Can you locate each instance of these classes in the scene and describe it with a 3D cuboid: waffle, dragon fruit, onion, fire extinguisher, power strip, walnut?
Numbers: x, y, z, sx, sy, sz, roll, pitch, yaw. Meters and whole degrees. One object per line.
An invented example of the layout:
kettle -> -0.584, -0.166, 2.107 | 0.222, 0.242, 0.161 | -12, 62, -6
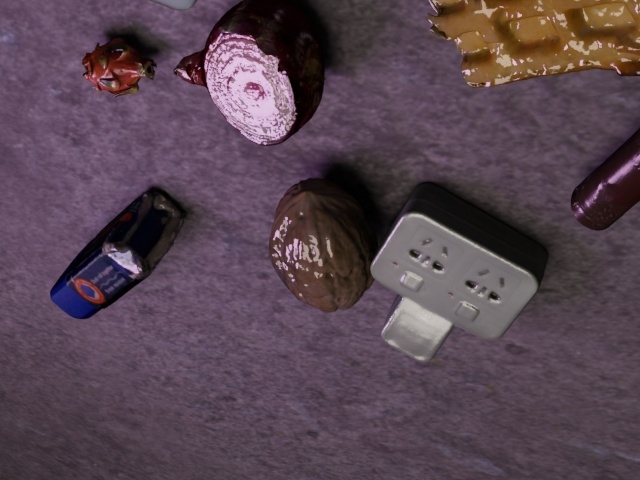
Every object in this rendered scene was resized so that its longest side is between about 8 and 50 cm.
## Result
waffle -> 0.227, -0.332, 1.498 | 0.304, 0.077, 0.348 | -5, 126, 39
dragon fruit -> -0.302, -0.262, 2.017 | 0.116, 0.081, 0.086 | -7, 101, 34
onion -> -0.098, -0.241, 1.840 | 0.218, 0.140, 0.195 | 6, 136, 32
fire extinguisher -> 0.407, -0.109, 1.705 | 0.089, 0.072, 0.268 | 63, 150, 15
power strip -> 0.195, 0.052, 2.051 | 0.229, 0.141, 0.261 | 29, 133, -1
walnut -> 0.002, 0.000, 2.055 | 0.178, 0.178, 0.230 | 13, 145, 24

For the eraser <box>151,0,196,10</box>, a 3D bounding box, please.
eraser -> -0.193, -0.431, 1.689 | 0.189, 0.104, 0.290 | 37, 146, -4

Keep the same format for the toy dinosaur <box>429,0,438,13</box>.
toy dinosaur -> 0.105, -0.345, 1.639 | 0.058, 0.037, 0.180 | 1, 137, 43

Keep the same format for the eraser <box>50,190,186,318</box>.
eraser -> -0.364, 0.029, 2.392 | 0.101, 0.155, 0.332 | 41, 147, -13
